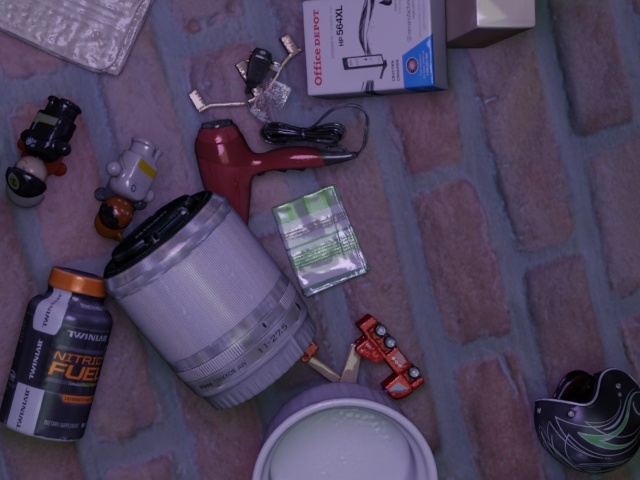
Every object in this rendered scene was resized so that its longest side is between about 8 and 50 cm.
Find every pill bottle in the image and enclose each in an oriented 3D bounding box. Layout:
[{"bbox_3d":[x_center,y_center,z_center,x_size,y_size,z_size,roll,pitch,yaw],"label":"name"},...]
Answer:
[{"bbox_3d":[-0.387,0.165,1.824,0.131,0.130,0.245,14,91,-8],"label":"pill bottle"}]

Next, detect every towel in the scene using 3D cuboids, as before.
[{"bbox_3d":[-0.395,-0.378,1.838,0.282,0.049,0.187,25,88,-7],"label":"towel"},{"bbox_3d":[0.000,0.000,1.922,0.113,0.023,0.152,-22,95,-7],"label":"towel"}]

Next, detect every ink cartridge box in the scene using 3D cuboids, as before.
[{"bbox_3d":[0.082,-0.293,1.843,0.203,0.086,0.148,-3,92,22],"label":"ink cartridge box"}]

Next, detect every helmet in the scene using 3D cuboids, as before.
[{"bbox_3d":[0.422,0.285,1.924,0.161,0.169,0.169,-45,98,-20],"label":"helmet"}]

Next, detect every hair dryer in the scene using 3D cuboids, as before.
[{"bbox_3d":[-0.083,-0.120,1.845,0.224,0.080,0.293,35,110,6],"label":"hair dryer"}]

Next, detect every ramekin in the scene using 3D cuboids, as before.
[{"bbox_3d":[0.032,0.350,1.869,0.277,0.135,0.277,-1,103,-4],"label":"ramekin"}]

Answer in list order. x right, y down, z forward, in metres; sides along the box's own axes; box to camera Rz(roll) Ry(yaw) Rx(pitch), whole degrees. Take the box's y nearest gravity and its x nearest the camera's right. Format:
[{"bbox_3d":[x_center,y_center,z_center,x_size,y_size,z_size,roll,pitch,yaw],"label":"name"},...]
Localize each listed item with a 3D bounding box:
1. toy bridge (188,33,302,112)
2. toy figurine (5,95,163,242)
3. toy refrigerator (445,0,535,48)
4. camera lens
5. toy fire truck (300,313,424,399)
[{"bbox_3d":[-0.109,-0.248,1.893,0.188,0.026,0.063,-31,99,-5],"label":"toy bridge"},{"bbox_3d":[-0.345,-0.092,1.777,0.210,0.213,0.148,27,77,-13],"label":"toy figurine"},{"bbox_3d":[0.240,-0.348,1.812,0.094,0.269,0.102,-2,92,-8],"label":"toy refrigerator"},{"bbox_3d":[-0.165,0.082,1.797,0.219,0.219,0.274,-39,104,-4],"label":"camera lens"},{"bbox_3d":[0.057,0.189,1.927,0.135,0.047,0.192,-39,98,-4],"label":"toy fire truck"}]
